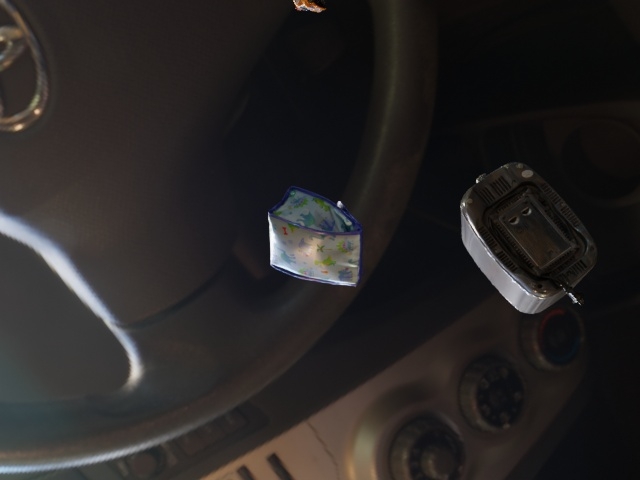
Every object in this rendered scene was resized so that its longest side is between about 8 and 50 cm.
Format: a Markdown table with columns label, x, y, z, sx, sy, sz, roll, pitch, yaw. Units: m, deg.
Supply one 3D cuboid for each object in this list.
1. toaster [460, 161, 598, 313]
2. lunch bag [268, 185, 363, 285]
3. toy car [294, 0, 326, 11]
| label | x | y | z | sx | sy | sz | roll | pitch | yaw |
| --- | --- | --- | --- | --- | --- | --- | --- | --- | --- |
| toaster | 0.294 | 0.009 | 1.191 | 0.227 | 0.129 | 0.146 | 52 | 173 | 18 |
| lunch bag | 0.000 | 0.000 | 1.350 | 0.151 | 0.096 | 0.128 | 23 | 142 | 22 |
| toy car | -0.006 | -0.371 | 1.289 | 0.040 | 0.122 | 0.060 | -37 | 89 | 29 |
